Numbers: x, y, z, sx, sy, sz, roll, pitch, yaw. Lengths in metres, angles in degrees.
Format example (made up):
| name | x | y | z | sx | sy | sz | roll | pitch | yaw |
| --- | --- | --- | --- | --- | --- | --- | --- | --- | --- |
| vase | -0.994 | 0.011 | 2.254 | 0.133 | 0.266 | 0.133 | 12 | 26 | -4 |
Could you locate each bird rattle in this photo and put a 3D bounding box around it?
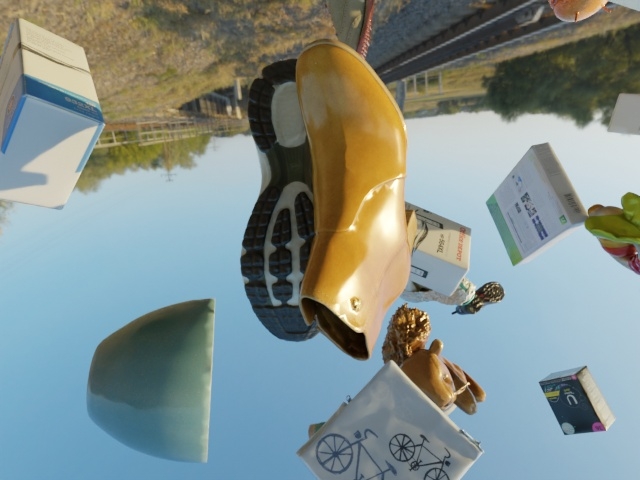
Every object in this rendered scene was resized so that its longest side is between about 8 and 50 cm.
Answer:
| name | x | y | z | sx | sy | sz | roll | pitch | yaw |
| --- | --- | --- | --- | --- | --- | --- | --- | --- | --- |
| bird rattle | 0.680 | 0.007 | 0.861 | 0.143 | 0.253 | 0.207 | -40 | -165 | 13 |

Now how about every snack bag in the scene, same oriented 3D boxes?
| name | x | y | z | sx | sy | sz | roll | pitch | yaw |
| --- | --- | --- | --- | --- | --- | --- | --- | --- | --- |
| snack bag | 0.168 | 0.512 | 0.973 | 0.342 | 0.323 | 0.037 | -44 | 168 | -12 |

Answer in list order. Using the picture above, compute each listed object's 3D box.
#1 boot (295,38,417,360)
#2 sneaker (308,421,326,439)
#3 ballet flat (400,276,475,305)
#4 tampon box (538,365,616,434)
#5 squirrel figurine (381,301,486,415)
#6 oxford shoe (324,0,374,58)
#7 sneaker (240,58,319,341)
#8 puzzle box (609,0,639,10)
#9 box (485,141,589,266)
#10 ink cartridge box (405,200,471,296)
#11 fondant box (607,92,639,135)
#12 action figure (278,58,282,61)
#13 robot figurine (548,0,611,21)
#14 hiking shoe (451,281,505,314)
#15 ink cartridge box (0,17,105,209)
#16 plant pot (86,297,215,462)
| name | x | y | z | sx | sy | sz | roll | pitch | yaw |
| --- | --- | --- | --- | --- | --- | --- | --- | --- | --- |
| boot | 0.025 | -0.028 | 0.414 | 0.104 | 0.295 | 0.211 | -4 | -139 | 34 |
| sneaker | 0.074 | 0.743 | 1.466 | 0.121 | 0.302 | 0.108 | -19 | -135 | 18 |
| ballet flat | 0.420 | 0.162 | 1.549 | 0.147 | 0.146 | 0.409 | -15 | -179 | -25 |
| tampon box | 0.761 | 0.476 | 1.192 | 0.102 | 0.160 | 0.120 | -5 | 156 | -39 |
| squirrel figurine | 0.302 | 0.406 | 1.265 | 0.281 | 0.370 | 0.396 | -34 | -127 | 4 |
| oxford shoe | 0.071 | -0.557 | 1.017 | 0.130 | 0.347 | 0.123 | 14 | -163 | 3 |
| sneaker | -0.016 | -0.055 | 0.621 | 0.158 | 0.409 | 0.182 | 0 | 171 | 12 |
| puzzle box | 0.487 | -0.231 | 0.332 | 0.272 | 0.052 | 0.409 | 2 | -157 | -20 |
| box | 0.588 | -0.086 | 1.125 | 0.059 | 0.232 | 0.322 | -12 | 159 | -6 |
| ink cartridge box | 0.196 | 0.004 | 0.821 | 0.203 | 0.085 | 0.148 | 22 | -139 | 6 |
| fondant box | 0.889 | -0.300 | 0.990 | 0.238 | 0.096 | 0.331 | 22 | -153 | 38 |
| action figure | -0.023 | -0.412 | 1.188 | 0.276 | 0.164 | 0.141 | 27 | -166 | -1 |
| robot figurine | 0.581 | -0.604 | 0.918 | 0.158 | 0.219 | 0.128 | -7 | 166 | -46 |
| hiking shoe | 0.598 | 0.221 | 1.524 | 0.227 | 0.086 | 0.114 | -17 | 169 | -27 |
| ink cartridge box | -0.552 | -0.248 | 0.787 | 0.129 | 0.223 | 0.307 | 13 | -144 | -47 |
| plant pot | -0.298 | 0.249 | 0.730 | 0.196 | 0.289 | 0.290 | 3 | -165 | -14 |
